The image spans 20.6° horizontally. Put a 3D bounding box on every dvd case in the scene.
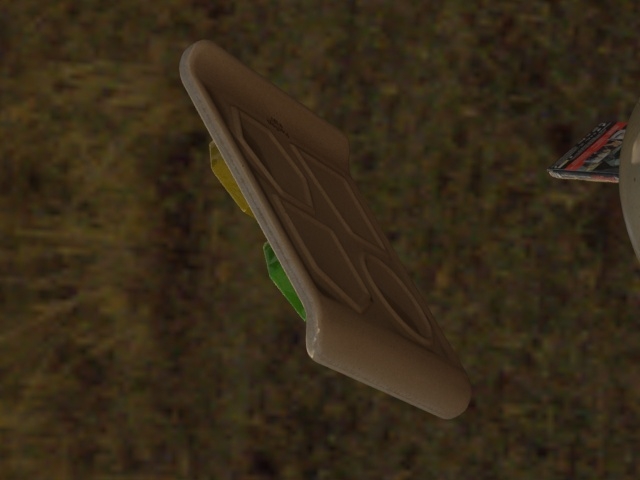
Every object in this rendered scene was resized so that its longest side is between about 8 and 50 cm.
[{"bbox_3d":[0.281,-0.083,1.645,0.119,0.087,0.013,6,130,54],"label":"dvd case"}]

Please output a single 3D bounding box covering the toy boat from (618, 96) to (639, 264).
[{"bbox_3d":[0.272,0.013,0.793,0.148,0.318,0.267,-46,66,25],"label":"toy boat"}]

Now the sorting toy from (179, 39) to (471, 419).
[{"bbox_3d":[0.000,0.000,1.020,0.038,0.193,0.208,-34,60,17],"label":"sorting toy"}]
